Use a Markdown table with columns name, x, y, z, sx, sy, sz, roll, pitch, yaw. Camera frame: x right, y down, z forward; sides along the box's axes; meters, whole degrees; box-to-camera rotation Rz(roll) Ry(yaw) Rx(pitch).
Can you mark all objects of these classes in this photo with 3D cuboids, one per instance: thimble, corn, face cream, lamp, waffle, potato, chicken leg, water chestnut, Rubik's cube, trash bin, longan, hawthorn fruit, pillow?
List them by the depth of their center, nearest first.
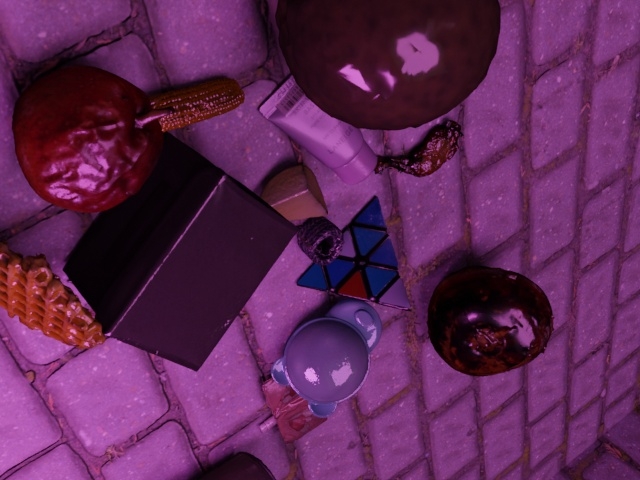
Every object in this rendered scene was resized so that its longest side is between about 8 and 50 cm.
| name | x | y | z | sx | sy | sz | roll | pitch | yaw |
| --- | --- | --- | --- | --- | --- | --- | --- | --- | --- |
| hawthorn fruit | -0.341 | -0.173 | 1.312 | 0.266 | 0.210 | 0.230 | -21 | 128 | 22 |
| waffle | -0.476 | 0.093 | 1.389 | 0.052 | 0.254 | 0.245 | -57 | 139 | -33 |
| longan | 0.111 | -0.368 | 1.441 | 0.391 | 0.391 | 0.391 | -23 | 133 | -27 |
| corn | -0.227 | -0.240 | 1.484 | 0.207 | 0.068 | 0.068 | -20 | 132 | -31 |
| face cream | 0.008 | -0.230 | 1.697 | 0.154 | 0.096 | 0.274 | -45 | 126 | 0 |
| potato | -0.064 | -0.093 | 1.758 | 0.120 | 0.081 | 0.149 | -19 | 158 | 11 |
| thimble | 0.002 | 0.000 | 1.872 | 0.095 | 0.066 | 0.104 | -50 | 142 | 3 |
| chicken leg | 0.230 | -0.196 | 1.935 | 0.253 | 0.051 | 0.106 | -28 | 129 | -22 |
| lamp | 0.032 | 0.266 | 2.010 | 0.209 | 0.147 | 0.284 | 43 | 68 | -8 |
| Rubik's cube | 0.087 | 0.096 | 2.015 | 0.250 | 0.284 | 0.234 | -22 | 161 | 6 |
| trash bin | -0.259 | 0.668 | 2.025 | 0.301 | 0.252 | 0.203 | -28 | 139 | -33 |
| pillow | -0.067 | 0.407 | 2.120 | 0.135 | 0.049 | 0.248 | -34 | 128 | -19 |
| face cream | -0.108 | 0.453 | 2.150 | 0.115 | 0.020 | 0.038 | -32 | 135 | -21 |
| water chestnut | 0.455 | 0.193 | 2.264 | 0.350 | 0.302 | 0.350 | 3 | 129 | 4 |

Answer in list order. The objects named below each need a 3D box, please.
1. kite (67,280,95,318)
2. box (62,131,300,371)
| name | x | y | z | sx | sy | sz | roll | pitch | yaw |
| --- | --- | --- | --- | --- | --- | --- | --- | --- | --- |
| kite | -0.434 | 0.112 | 1.616 | 0.139 | 0.011 | 0.156 | -48 | 140 | -5 |
| box | -0.255 | 0.022 | 1.548 | 0.345 | 0.204 | 0.251 | -53 | 140 | 2 |
